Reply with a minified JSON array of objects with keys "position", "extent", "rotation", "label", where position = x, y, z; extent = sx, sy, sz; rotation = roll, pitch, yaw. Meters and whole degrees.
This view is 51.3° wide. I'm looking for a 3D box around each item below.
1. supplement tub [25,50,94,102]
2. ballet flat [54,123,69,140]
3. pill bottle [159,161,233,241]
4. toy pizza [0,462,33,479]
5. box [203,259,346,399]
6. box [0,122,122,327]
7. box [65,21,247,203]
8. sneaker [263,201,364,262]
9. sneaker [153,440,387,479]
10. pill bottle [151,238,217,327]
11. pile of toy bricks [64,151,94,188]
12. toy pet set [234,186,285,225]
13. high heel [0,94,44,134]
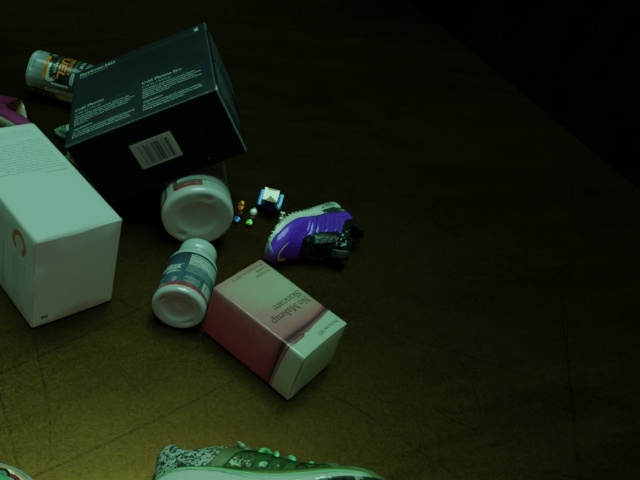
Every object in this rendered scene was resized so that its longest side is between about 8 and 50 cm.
[{"position":[-0.690,-0.438,1.821],"extent":[0.190,0.117,0.117],"rotation":[14,37,-8],"label":"supplement tub"},{"position":[-0.586,-0.270,1.699],"extent":[0.188,0.070,0.070],"rotation":[20,36,1],"label":"ballet flat"},{"position":[-0.300,-0.140,1.582],"extent":[0.161,0.161,0.283],"rotation":[5,39,-19],"label":"pill bottle"},{"position":[-0.487,0.393,0.927],"extent":[0.201,0.032,0.201],"rotation":[12,37,-10],"label":"toy pizza"},{"position":[-0.092,0.170,1.313],"extent":[0.232,0.127,0.148],"rotation":[34,39,19],"label":"box"},{"position":[-0.557,-0.040,1.291],"extent":[0.168,0.215,0.345],"rotation":[-21,53,-42],"label":"box"},{"position":[-0.369,-0.293,1.512],"extent":[0.343,0.179,0.312],"rotation":[-20,45,4],"label":"box"},{"position":[0.000,-0.001,1.593],"extent":[0.146,0.102,0.293],"rotation":[39,41,23],"label":"sneaker"},{"position":[-0.080,0.376,1.061],"extent":[0.410,0.158,0.182],"rotation":[11,20,-20],"label":"sneaker"},{"position":[-0.269,0.081,1.361],"extent":[0.108,0.108,0.180],"rotation":[15,36,-6],"label":"pill bottle"},{"position":[-0.555,-0.146,1.543],"extent":[0.105,0.118,0.212],"rotation":[50,13,-26],"label":"pile of toy bricks"},{"position":[-0.144,-0.074,1.677],"extent":[0.122,0.065,0.114],"rotation":[15,71,-1],"label":"toy pet set"},{"position":[-0.688,-0.278,1.540],"extent":[0.377,0.127,0.181],"rotation":[21,41,34],"label":"high heel"}]
